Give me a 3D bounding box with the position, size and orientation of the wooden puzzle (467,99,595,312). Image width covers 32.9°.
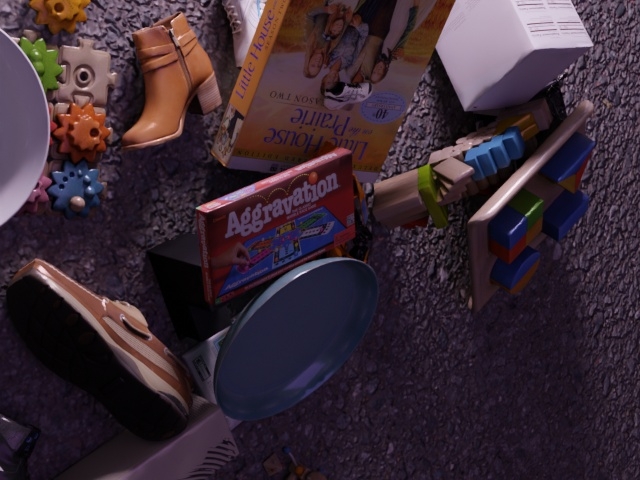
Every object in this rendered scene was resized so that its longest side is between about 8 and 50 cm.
[{"bbox_3d":[0.388,-0.042,1.941,0.322,0.080,0.347,-45,155,-19],"label":"wooden puzzle"}]

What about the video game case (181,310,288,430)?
[{"bbox_3d":[-0.134,0.209,1.735,0.143,0.019,0.157,-36,117,-29],"label":"video game case"}]

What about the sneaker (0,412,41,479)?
[{"bbox_3d":[-0.410,0.322,1.485,0.121,0.079,0.217,-46,112,-23],"label":"sneaker"}]

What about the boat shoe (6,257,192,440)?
[{"bbox_3d":[-0.305,0.146,1.541,0.324,0.123,0.120,50,32,-21],"label":"boat shoe"}]

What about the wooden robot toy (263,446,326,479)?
[{"bbox_3d":[-0.017,0.413,1.822,0.173,0.079,0.076,40,73,-35],"label":"wooden robot toy"}]

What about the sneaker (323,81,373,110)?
[{"bbox_3d":[0.043,-0.225,1.637,0.083,0.032,0.037,-26,134,-20],"label":"sneaker"}]

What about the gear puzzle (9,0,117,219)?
[{"bbox_3d":[-0.353,-0.196,1.479,0.176,0.044,0.338,3,96,-38],"label":"gear puzzle"}]

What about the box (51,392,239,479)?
[{"bbox_3d":[-0.264,0.340,1.596,0.275,0.113,0.094,-33,117,-28],"label":"box"}]

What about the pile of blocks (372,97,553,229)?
[{"bbox_3d":[0.259,-0.102,1.843,0.362,0.149,0.112,-31,115,-5],"label":"pile of blocks"}]

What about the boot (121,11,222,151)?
[{"bbox_3d":[-0.237,-0.226,1.552,0.197,0.073,0.152,-43,123,-39],"label":"boot"}]

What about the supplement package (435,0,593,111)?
[{"bbox_3d":[0.311,-0.357,1.832,0.149,0.194,0.203,-10,71,-36],"label":"supplement package"}]

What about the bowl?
[{"bbox_3d":[-0.495,-0.139,1.320,0.298,0.134,0.297,-7,101,-38],"label":"bowl"}]

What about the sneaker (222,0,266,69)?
[{"bbox_3d":[-0.123,-0.352,1.628,0.083,0.071,0.190,7,85,-32],"label":"sneaker"}]

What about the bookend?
[{"bbox_3d":[-0.166,0.079,1.600,0.072,0.157,0.156,-29,114,-31],"label":"bookend"}]

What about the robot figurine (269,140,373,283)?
[{"bbox_3d":[0.000,0.000,1.726,0.211,0.085,0.291,-35,132,-23],"label":"robot figurine"}]

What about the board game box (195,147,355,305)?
[{"bbox_3d":[-0.057,-0.024,1.554,0.281,0.027,0.145,-26,123,-38],"label":"board game box"}]

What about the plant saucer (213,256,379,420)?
[{"bbox_3d":[-0.043,0.146,1.678,0.318,0.044,0.317,-31,145,-24],"label":"plant saucer"}]

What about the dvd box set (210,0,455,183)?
[{"bbox_3d":[0.036,-0.290,1.651,0.308,0.062,0.420,4,119,-39],"label":"dvd box set"}]

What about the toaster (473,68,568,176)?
[{"bbox_3d":[0.377,-0.208,2.010,0.186,0.110,0.168,-30,116,-31],"label":"toaster"}]
